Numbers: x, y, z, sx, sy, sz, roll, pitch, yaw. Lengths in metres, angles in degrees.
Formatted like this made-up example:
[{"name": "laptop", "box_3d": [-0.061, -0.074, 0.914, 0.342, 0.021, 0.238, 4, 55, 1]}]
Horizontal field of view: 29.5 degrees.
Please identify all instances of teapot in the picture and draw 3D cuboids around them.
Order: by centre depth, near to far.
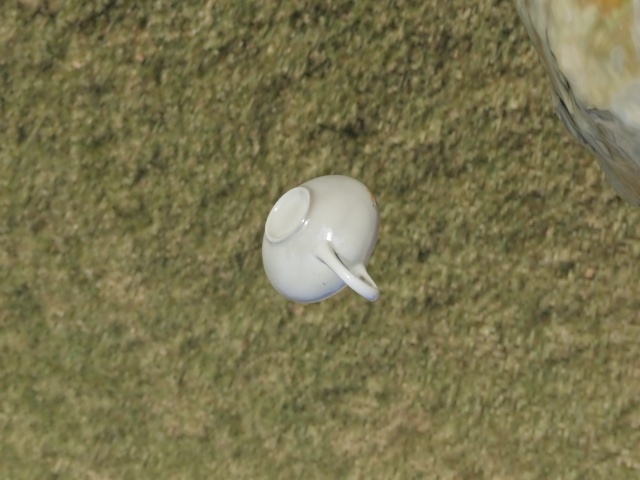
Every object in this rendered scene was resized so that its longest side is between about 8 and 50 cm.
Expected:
[{"name": "teapot", "box_3d": [0.000, 0.000, 1.261, 0.092, 0.226, 0.145, 33, 102, -30]}]

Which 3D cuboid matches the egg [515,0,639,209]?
[{"name": "egg", "box_3d": [0.153, -0.081, 0.345, 0.195, 0.233, 0.195, -20, 157, -9]}]
